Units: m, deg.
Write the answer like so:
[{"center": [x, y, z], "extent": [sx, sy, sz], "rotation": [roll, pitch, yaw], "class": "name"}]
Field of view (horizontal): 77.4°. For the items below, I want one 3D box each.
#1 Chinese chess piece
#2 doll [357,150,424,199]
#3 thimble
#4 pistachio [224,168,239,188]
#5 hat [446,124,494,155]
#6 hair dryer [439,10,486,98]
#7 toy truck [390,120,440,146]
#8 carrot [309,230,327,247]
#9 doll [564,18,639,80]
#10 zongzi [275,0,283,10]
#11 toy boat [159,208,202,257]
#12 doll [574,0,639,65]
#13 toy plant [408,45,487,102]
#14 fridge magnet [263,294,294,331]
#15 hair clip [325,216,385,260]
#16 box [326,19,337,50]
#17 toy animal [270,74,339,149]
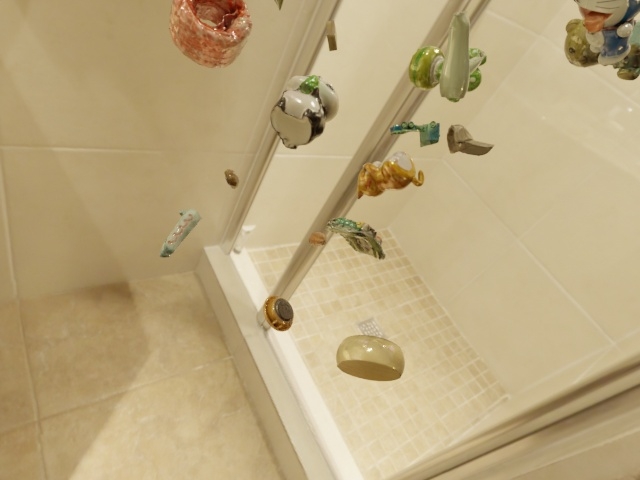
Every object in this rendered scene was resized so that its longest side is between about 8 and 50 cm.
[{"center": [0.183, 0.436, 1.467], "extent": [0.251, 0.251, 0.097], "rotation": [22, 55, -13], "class": "Chinese chess piece"}, {"center": [0.273, -0.273, 1.679], "extent": [0.167, 0.270, 0.162], "rotation": [-33, 109, -40], "class": "doll"}, {"center": [-0.338, -0.669, 1.234], "extent": [0.240, 0.162, 0.238], "rotation": [7, 74, -24], "class": "thimble"}, {"center": [-0.386, -0.275, 1.776], "extent": [0.049, 0.089, 0.173], "rotation": [-18, 17, -1], "class": "pistachio"}, {"center": [0.562, -0.377, 1.499], "extent": [0.176, 0.084, 0.147], "rotation": [9, -3, 5], "class": "hat"}, {"center": [0.403, -0.508, 1.081], "extent": [0.076, 0.206, 0.237], "rotation": [21, 39, 34], "class": "hair dryer"}, {"center": [0.322, -0.361, 1.361], "extent": [0.176, 0.067, 0.081], "rotation": [-6, 96, -20], "class": "toy truck"}, {"center": [0.000, 0.000, 1.700], "extent": [0.072, 0.072, 0.205], "rotation": [24, -1, -11], "class": "carrot"}, {"center": [0.967, -0.667, 1.354], "extent": [0.261, 0.161, 0.177], "rotation": [30, -5, 39], "class": "doll"}, {"center": [-0.143, -0.896, 1.413], "extent": [0.052, 0.104, 0.113], "rotation": [-3, 65, -16], "class": "zongzi"}, {"center": [-0.513, -0.033, 1.439], "extent": [0.079, 0.134, 0.207], "rotation": [37, 63, -14], "class": "toy boat"}, {"center": [0.744, -0.592, 1.032], "extent": [0.256, 0.161, 0.215], "rotation": [55, 20, -45], "class": "doll"}, {"center": [0.554, -0.731, 1.746], "extent": [0.185, 0.223, 0.316], "rotation": [1, 23, -46], "class": "toy plant"}, {"center": [-0.152, 0.269, 1.488], "extent": [0.143, 0.063, 0.142], "rotation": [33, 40, -33], "class": "fridge magnet"}, {"center": [0.134, -0.021, 1.354], "extent": [0.139, 0.091, 0.321], "rotation": [18, -9, 28], "class": "hair clip"}, {"center": [0.046, -0.821, 1.601], "extent": [0.035, 0.079, 0.083], "rotation": [-4, 66, 9], "class": "box"}, {"center": [-0.046, -0.480, 1.422], "extent": [0.213, 0.212, 0.266], "rotation": [30, 67, -3], "class": "toy animal"}]
